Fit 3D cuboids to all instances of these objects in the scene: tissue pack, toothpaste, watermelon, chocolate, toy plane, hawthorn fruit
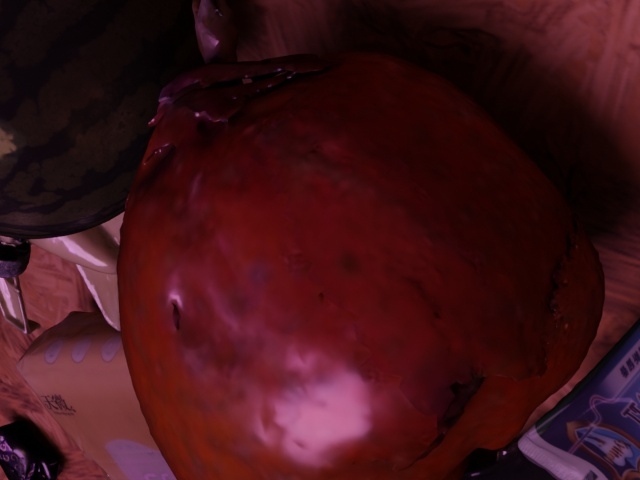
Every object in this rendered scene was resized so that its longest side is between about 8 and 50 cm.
[{"bbox_3d":[-0.107,0.134,1.362,0.222,0.090,0.186,-6,126,46],"label":"tissue pack"},{"bbox_3d":[0.218,0.039,0.952,0.099,0.061,0.392,36,137,9],"label":"toothpaste"},{"bbox_3d":[-0.169,-0.108,1.071,0.212,0.212,0.212,25,142,22],"label":"watermelon"},{"bbox_3d":[-0.277,0.233,1.660,0.072,0.070,0.147,7,140,0],"label":"chocolate"},{"bbox_3d":[-0.231,-0.045,1.299,0.256,0.104,0.242,29,128,8],"label":"toy plane"},{"bbox_3d":[0.000,0.000,0.992,0.307,0.276,0.276,59,144,2],"label":"hawthorn fruit"}]

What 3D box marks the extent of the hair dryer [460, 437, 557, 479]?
[{"bbox_3d":[0.127,0.117,1.155,0.359,0.120,0.304,-29,91,43],"label":"hair dryer"}]
